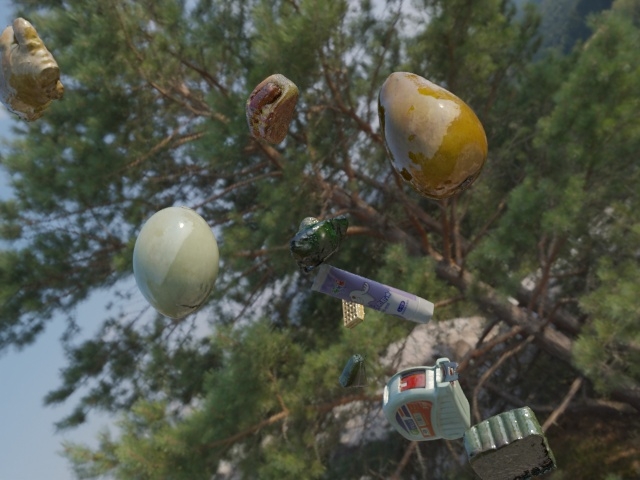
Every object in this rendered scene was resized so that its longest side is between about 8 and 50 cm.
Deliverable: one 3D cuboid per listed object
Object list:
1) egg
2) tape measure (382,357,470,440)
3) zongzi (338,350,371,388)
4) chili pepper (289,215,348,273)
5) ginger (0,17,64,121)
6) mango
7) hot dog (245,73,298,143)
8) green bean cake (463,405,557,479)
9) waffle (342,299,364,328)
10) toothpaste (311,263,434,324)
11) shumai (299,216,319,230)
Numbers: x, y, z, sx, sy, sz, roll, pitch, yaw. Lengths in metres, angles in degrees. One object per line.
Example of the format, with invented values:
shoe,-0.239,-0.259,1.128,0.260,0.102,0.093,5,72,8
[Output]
egg,-0.318,0.046,1.348,0.186,0.186,0.253,120,150,-74
tape measure,0.300,0.449,1.712,0.246,0.243,0.125,-12,35,22
zongzi,0.141,0.406,1.947,0.154,0.130,0.062,-65,34,20
chili pepper,0.003,0.007,1.724,0.148,0.116,0.264,-30,-2,20
ginger,-0.568,-0.309,1.161,0.216,0.157,0.102,-29,17,43
mango,0.254,-0.260,1.471,0.221,0.378,0.264,-31,-39,6
hot dog,-0.183,-0.455,2.168,0.153,0.150,0.257,-28,-28,-40
green bean cake,0.430,0.472,1.392,0.173,0.181,0.094,-27,36,14
waffle,0.133,0.275,2.465,0.102,0.042,0.148,-44,37,41
toothpaste,0.161,0.166,1.860,0.080,0.371,0.125,-77,9,-45
shumai,-0.041,-0.056,2.318,0.083,0.082,0.080,-10,-12,-1
